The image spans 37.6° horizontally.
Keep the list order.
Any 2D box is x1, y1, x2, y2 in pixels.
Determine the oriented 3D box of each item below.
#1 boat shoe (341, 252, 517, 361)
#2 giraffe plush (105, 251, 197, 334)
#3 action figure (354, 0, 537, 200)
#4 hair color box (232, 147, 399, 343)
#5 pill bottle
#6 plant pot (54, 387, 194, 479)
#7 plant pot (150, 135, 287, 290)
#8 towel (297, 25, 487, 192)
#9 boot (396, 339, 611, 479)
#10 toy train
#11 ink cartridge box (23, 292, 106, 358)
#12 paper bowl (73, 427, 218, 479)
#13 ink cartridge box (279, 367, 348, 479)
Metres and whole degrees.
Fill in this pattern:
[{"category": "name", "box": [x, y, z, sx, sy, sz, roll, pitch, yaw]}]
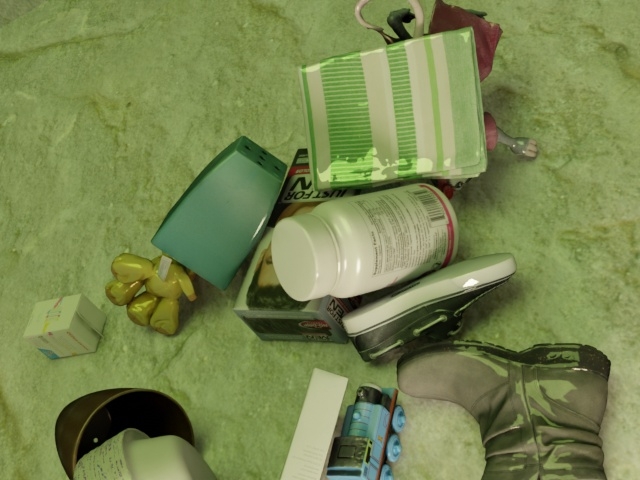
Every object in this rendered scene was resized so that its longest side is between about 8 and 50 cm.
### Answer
[{"category": "boat shoe", "box": [0.185, 0.113, 1.516, 0.301, 0.102, 0.108, -25, 5, 14]}, {"category": "giraffe plush", "box": [-0.298, 0.055, 1.856, 0.210, 0.181, 0.170, -44, 7, 38]}, {"category": "action figure", "box": [0.218, -0.246, 1.667, 0.248, 0.276, 0.370, -7, 73, 37]}, {"category": "hair color box", "box": [0.000, 0.000, 1.726, 0.185, 0.113, 0.374, -2, 54, 33]}, {"category": "pill bottle", "box": [0.073, 0.004, 1.541, 0.283, 0.160, 0.160, -12, 31, -32]}, {"category": "plant pot", "box": [-0.369, 0.344, 1.630, 0.230, 0.215, 0.215, 4, 56, 53]}, {"category": "plant pot", "box": [-0.172, -0.067, 1.768, 0.234, 0.165, 0.165, -52, 11, 20]}, {"category": "towel", "box": [0.119, -0.215, 1.624, 0.325, 0.038, 0.247, -6, 93, 27]}, {"category": "boot", "box": [0.242, 0.263, 1.340, 0.338, 0.118, 0.222, -8, 55, 35]}, {"category": "toy train", "box": [0.073, 0.299, 1.421, 0.080, 0.105, 0.184, -5, 52, 31]}, {"category": "ink cartridge box", "box": [-0.518, 0.176, 1.939, 0.143, 0.092, 0.089, -11, 48, 24]}, {"category": "paper bowl", "box": [-0.226, 0.407, 1.399, 0.148, 0.284, 0.284, -32, 42, -1]}, {"category": "ink cartridge box", "box": [-0.037, 0.370, 1.392, 0.065, 0.165, 0.332, 18, 60, 3]}]
